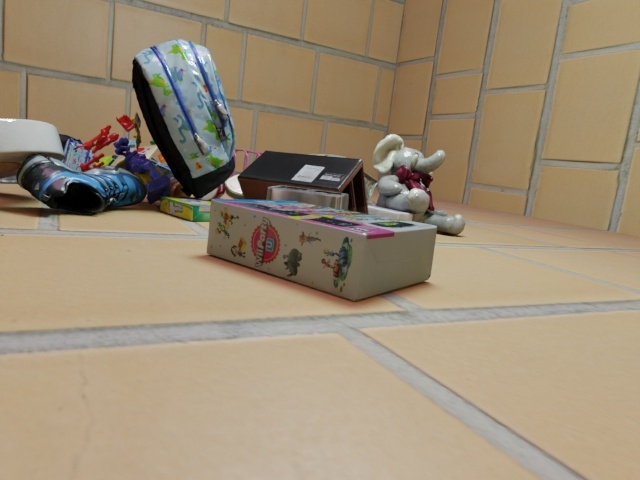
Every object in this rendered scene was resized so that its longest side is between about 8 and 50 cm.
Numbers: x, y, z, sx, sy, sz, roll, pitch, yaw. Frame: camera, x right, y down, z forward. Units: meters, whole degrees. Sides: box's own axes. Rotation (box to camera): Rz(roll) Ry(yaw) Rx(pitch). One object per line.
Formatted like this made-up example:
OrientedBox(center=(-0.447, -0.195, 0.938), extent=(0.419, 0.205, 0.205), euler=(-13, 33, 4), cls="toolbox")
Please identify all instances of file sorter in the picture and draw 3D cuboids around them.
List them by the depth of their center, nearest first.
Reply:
OrientedBox(center=(-0.342, -0.318, 2.245), extent=(0.202, 0.182, 0.291), euler=(15, 12, 40), cls="file sorter")

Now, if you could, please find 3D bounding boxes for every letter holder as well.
OrientedBox(center=(-0.040, -0.106, 1.353), extent=(0.302, 0.214, 0.152), euler=(10, 42, 26), cls="letter holder")

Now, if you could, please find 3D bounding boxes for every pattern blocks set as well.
OrientedBox(center=(-0.659, -0.274, 1.735), extent=(0.286, 0.026, 0.324), euler=(2, 40, 18), cls="pattern blocks set")

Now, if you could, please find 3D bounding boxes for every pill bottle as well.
OrientedBox(center=(-0.372, -0.183, 1.688), extent=(0.086, 0.085, 0.152), euler=(8, 9, 6), cls="pill bottle")

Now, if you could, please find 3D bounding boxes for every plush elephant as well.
OrientedBox(center=(0.284, -0.178, 1.522), extent=(0.272, 0.255, 0.330), euler=(23, -9, -36), cls="plush elephant")

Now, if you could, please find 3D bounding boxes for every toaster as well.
OrientedBox(center=(-0.033, -0.056, 1.081), extent=(0.168, 0.110, 0.186), euler=(7, 9, 10), cls="toaster")

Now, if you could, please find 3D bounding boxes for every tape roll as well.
OrientedBox(center=(-0.765, -0.179, 1.059), extent=(0.393, 0.071, 0.392), euler=(-12, 6, 1), cls="tape roll")

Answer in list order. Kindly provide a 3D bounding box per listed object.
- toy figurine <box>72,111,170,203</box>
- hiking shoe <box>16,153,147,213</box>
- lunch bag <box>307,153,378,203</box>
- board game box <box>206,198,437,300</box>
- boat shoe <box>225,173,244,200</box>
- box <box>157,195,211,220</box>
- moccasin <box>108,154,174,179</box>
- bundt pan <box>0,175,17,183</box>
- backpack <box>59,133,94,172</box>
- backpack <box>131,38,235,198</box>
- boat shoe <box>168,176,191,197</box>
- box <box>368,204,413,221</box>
OrientedBox(center=(-0.500, -0.153, 1.349), extent=(0.191, 0.217, 0.362), euler=(-42, 0, -25), cls="toy figurine")
OrientedBox(center=(-0.510, -0.100, 1.117), extent=(0.132, 0.113, 0.304), euler=(43, 21, 24), cls="hiking shoe")
OrientedBox(center=(0.024, -0.231, 1.832), extent=(0.287, 0.168, 0.235), euler=(24, -4, -40), cls="lunch bag")
OrientedBox(center=(0.000, 0.000, 0.808), extent=(0.304, 0.097, 0.224), euler=(12, 10, 36), cls="board game box")
OrientedBox(center=(-0.193, -0.162, 1.684), extent=(0.305, 0.091, 0.109), euler=(-6, 56, -42), cls="boat shoe")
OrientedBox(center=(-0.323, -0.082, 1.242), extent=(0.179, 0.043, 0.105), euler=(12, 10, 43), cls="box")
OrientedBox(center=(-0.636, -0.250, 1.813), extent=(0.342, 0.116, 0.138), euler=(8, 9, 9), cls="moccasin")
OrientedBox(center=(-1.024, -0.258, 1.567), extent=(0.331, 0.124, 0.331), euler=(6, 8, -1), cls="bundt pan")
OrientedBox(center=(-0.938, -0.310, 1.891), extent=(0.117, 0.158, 0.173), euler=(18, 0, 16), cls="backpack")
OrientedBox(center=(-0.352, -0.334, 1.296), extent=(0.273, 0.355, 0.290), euler=(-36, 30, -3), cls="backpack")
OrientedBox(center=(-0.464, -0.170, 1.581), extent=(0.073, 0.073, 0.207), euler=(9, 9, 4), cls="boat shoe")
OrientedBox(center=(0.130, -0.073, 1.450), extent=(0.063, 0.067, 0.324), euler=(1, 10, -36), cls="box")
